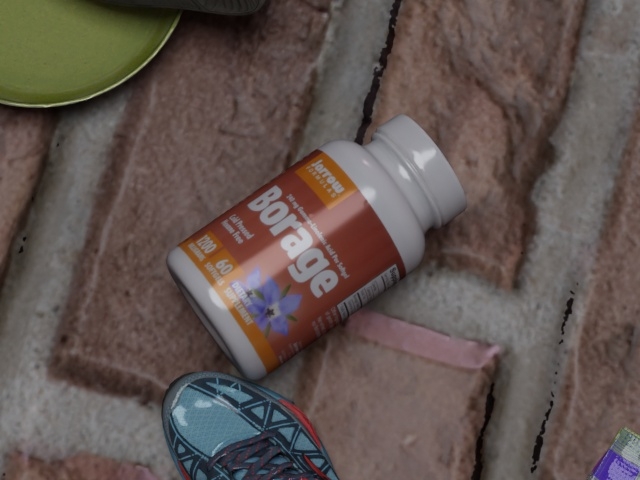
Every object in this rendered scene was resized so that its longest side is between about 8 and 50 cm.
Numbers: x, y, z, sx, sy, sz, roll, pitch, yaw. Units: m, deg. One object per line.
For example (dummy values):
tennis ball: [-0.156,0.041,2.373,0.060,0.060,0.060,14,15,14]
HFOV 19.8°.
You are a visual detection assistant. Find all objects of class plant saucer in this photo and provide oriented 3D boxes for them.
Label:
plant saucer: [-0.225,-0.217,1.519,0.241,0.037,0.241,-1,74,2]

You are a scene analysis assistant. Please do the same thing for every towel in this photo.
towel: [0.233,0.189,1.391,0.060,0.009,0.083,33,77,12]

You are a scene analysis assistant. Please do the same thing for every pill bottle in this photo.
pill bottle: [0.000,0.000,1.400,0.216,0.121,0.121,-36,75,-8]

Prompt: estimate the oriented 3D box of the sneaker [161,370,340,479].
sneaker: [-0.019,0.187,1.341,0.104,0.125,0.262,-42,76,-10]

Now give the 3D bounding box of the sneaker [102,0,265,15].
sneaker: [-0.128,-0.254,1.478,0.222,0.083,0.118,15,55,13]
